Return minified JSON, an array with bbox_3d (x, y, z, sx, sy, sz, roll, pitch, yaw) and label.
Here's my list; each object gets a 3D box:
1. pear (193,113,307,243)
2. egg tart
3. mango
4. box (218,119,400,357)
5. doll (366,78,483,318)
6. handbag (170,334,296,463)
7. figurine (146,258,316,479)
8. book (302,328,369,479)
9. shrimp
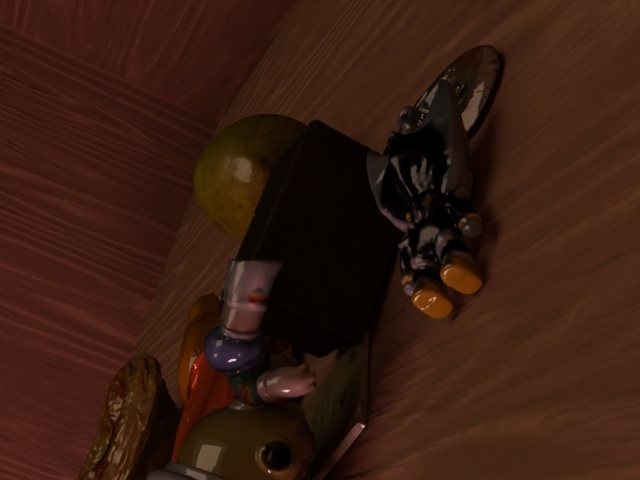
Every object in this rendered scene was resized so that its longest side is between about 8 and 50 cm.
[{"bbox_3d":[-0.094,-0.104,1.696,0.253,0.253,0.307,-67,16,-4],"label":"pear"},{"bbox_3d":[-0.404,0.462,2.055,0.443,0.178,0.443,-56,20,32],"label":"egg tart"},{"bbox_3d":[-0.213,0.223,1.873,0.295,0.120,0.177,-93,23,-64],"label":"mango"},{"bbox_3d":[-0.001,0.001,1.324,0.143,0.184,0.273,-37,29,62],"label":"box"},{"bbox_3d":[0.128,-0.056,1.119,0.316,0.103,0.145,-94,14,-45],"label":"doll"},{"bbox_3d":[-0.139,0.287,1.504,0.303,0.116,0.410,-55,18,36],"label":"handbag"},{"bbox_3d":[-0.104,0.211,1.146,0.224,0.205,0.382,135,135,-69],"label":"figurine"},{"bbox_3d":[0.012,0.231,1.253,0.192,0.013,0.168,-56,17,34],"label":"book"},{"bbox_3d":[0.156,-0.161,1.288,0.251,0.052,0.144,-51,24,44],"label":"shrimp"}]
